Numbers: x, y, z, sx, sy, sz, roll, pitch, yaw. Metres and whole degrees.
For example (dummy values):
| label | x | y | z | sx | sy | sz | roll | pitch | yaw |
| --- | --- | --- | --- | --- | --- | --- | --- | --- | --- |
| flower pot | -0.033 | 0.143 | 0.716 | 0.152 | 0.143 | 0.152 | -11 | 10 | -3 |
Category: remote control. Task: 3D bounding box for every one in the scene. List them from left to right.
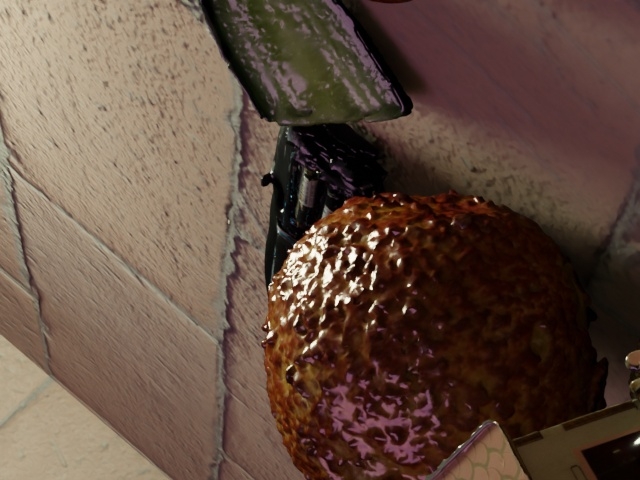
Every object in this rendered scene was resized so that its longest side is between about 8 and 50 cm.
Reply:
| label | x | y | z | sx | sy | sz | roll | pitch | yaw |
| --- | --- | --- | --- | --- | --- | --- | --- | --- | --- |
| remote control | 0.000 | 0.000 | 1.624 | 0.144 | 0.062 | 0.399 | 37 | 156 | 15 |

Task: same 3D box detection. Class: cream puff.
| label | x | y | z | sx | sy | sz | roll | pitch | yaw |
| --- | --- | --- | --- | --- | --- | --- | --- | --- | --- |
| cream puff | 0.085 | 0.113 | 1.379 | 0.350 | 0.229 | 0.350 | 6 | 100 | 35 |

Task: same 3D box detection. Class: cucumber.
| label | x | y | z | sx | sy | sz | roll | pitch | yaw |
| --- | --- | --- | --- | --- | --- | --- | --- | --- | --- |
| cucumber | -0.018 | -0.169 | 1.344 | 0.115 | 0.086 | 0.193 | -30 | 109 | 21 |

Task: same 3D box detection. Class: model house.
| label | x | y | z | sx | sy | sz | roll | pitch | yaw |
| --- | --- | --- | --- | --- | --- | --- | --- | --- | --- |
| model house | 0.174 | 0.242 | 1.179 | 0.326 | 0.244 | 0.169 | 96 | 155 | -54 |

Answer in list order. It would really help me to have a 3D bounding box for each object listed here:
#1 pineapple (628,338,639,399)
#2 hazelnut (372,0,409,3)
| label | x | y | z | sx | sy | sz | roll | pitch | yaw |
| --- | --- | --- | --- | --- | --- | --- | --- | --- | --- |
| pineapple | 0.337 | 0.105 | 1.172 | 0.125 | 0.125 | 0.251 | 52 | 155 | -17 |
| hazelnut | 0.053 | -0.213 | 1.157 | 0.086 | 0.086 | 0.086 | 36 | 156 | 19 |
